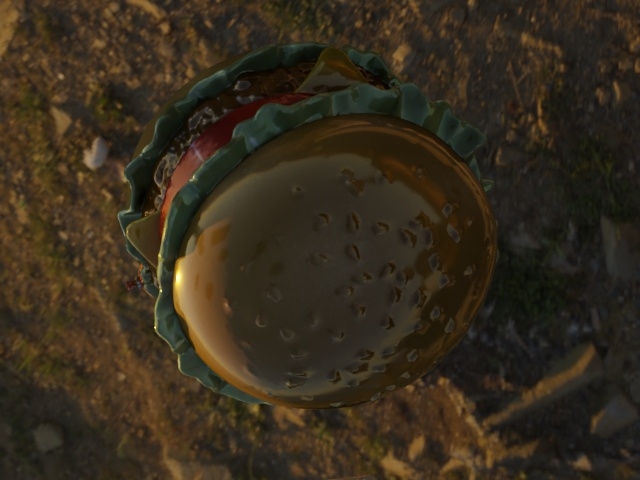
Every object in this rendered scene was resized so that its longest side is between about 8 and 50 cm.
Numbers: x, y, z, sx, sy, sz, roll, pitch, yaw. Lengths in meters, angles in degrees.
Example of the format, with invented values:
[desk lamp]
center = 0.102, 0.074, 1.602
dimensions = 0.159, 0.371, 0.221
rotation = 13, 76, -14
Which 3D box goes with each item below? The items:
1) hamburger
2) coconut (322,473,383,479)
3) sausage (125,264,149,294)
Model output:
[hamburger]
center = 0.000, 0.000, 0.766
dimensions = 0.274, 0.212, 0.274
rotation = -12, 124, -18
[coconut]
center = 0.036, 0.355, 1.248
dimensions = 0.152, 0.147, 0.147
rotation = -14, 115, 19
[sausage]
center = -0.024, -0.012, 1.023
dimensions = 0.347, 0.053, 0.053
rotation = -20, 116, -5
